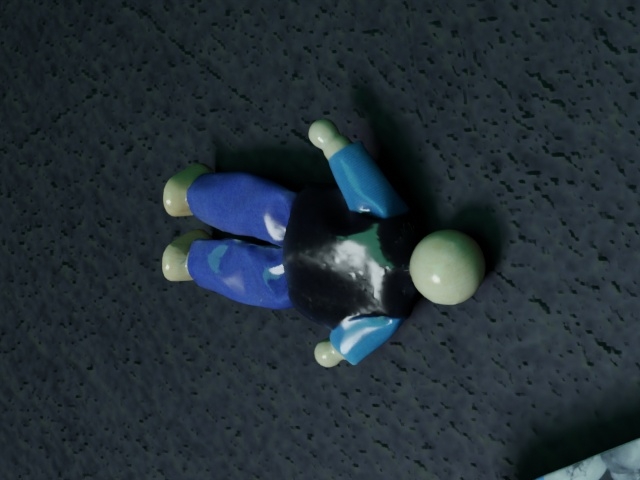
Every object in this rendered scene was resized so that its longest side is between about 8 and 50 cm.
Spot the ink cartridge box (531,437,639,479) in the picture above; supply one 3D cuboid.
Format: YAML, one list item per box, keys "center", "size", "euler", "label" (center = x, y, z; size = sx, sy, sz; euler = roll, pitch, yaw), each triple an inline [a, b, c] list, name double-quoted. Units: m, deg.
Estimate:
- center: [0.152, 0.189, 0.728]
  size: [0.206, 0.045, 0.208]
  euler: [-26, 63, 23]
  label: "ink cartridge box"

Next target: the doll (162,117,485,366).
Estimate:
- center: [0.000, 0.000, 0.877]
  size: [0.189, 0.046, 0.129]
  euler: [12, 105, 36]
  label: "doll"
